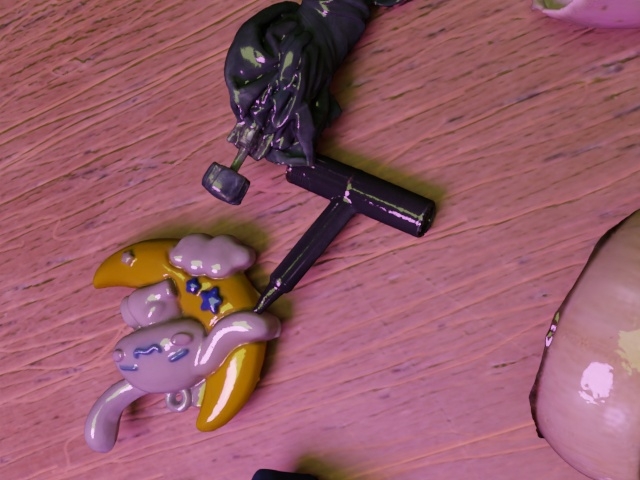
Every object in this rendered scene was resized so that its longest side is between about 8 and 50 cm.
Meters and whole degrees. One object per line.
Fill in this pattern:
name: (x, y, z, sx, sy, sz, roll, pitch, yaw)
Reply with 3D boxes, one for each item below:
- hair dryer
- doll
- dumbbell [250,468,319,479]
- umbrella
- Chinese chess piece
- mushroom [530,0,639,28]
hair dryer: (0.010, 0.010, 1.017, 0.173, 0.050, 0.195, 22, 78, 23)
doll: (-0.168, 0.111, 1.073, 0.252, 0.111, 0.237, -11, 84, 12)
dumbbell: (-0.075, 0.408, 1.003, 0.156, 0.143, 0.316, 32, 99, 20)
umbrella: (-0.022, -0.196, 1.009, 0.143, 0.094, 0.349, 31, 85, 1)
Chinese chess piece: (0.292, 0.092, 0.816, 0.104, 0.257, 0.257, 27, 97, 34)
mushroom: (0.316, -0.277, 0.909, 0.162, 0.173, 0.236, 127, 158, -48)
